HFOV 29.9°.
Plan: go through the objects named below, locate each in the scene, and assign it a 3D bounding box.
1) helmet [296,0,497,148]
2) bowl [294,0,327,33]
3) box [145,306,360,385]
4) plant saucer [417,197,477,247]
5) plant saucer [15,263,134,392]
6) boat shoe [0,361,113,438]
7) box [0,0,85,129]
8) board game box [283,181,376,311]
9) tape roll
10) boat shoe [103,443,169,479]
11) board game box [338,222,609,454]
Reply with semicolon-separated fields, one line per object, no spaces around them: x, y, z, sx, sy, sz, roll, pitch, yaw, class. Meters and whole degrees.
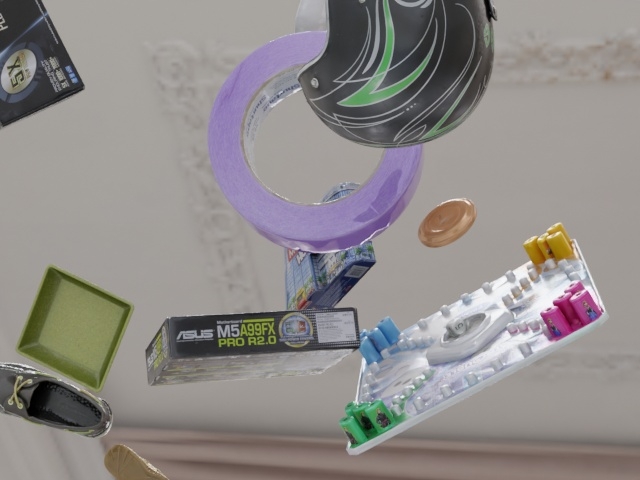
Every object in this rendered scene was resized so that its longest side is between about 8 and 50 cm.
0.068;-0.161;1.068;0.169;0.169;0.162;-6;-71;-76;helmet
-0.003;-0.413;2.154;0.142;0.053;0.142;87;-160;-69;bowl
-0.102;0.153;1.711;0.216;0.270;0.060;133;132;-68;box
0.161;-0.025;1.541;0.013;0.083;0.083;53;-147;-29;plant saucer
-0.454;0.162;2.254;0.188;0.188;0.045;-67;-9;11;plant saucer
-0.416;0.228;1.763;0.069;0.227;0.081;113;175;-74;boat shoe
-0.471;-0.278;1.834;0.077;0.147;0.180;-6;111;64;box
0.000;0.000;1.865;0.194;0.060;0.194;-50;42;44;board game box
-0.004;-0.125;1.545;0.090;0.274;0.275;60;-147;-76;tape roll
-0.250;0.370;1.787;0.063;0.170;0.059;-45;-20;-4;boat shoe
0.209;0.128;1.738;0.050;0.389;0.390;58;-168;-10;board game box
